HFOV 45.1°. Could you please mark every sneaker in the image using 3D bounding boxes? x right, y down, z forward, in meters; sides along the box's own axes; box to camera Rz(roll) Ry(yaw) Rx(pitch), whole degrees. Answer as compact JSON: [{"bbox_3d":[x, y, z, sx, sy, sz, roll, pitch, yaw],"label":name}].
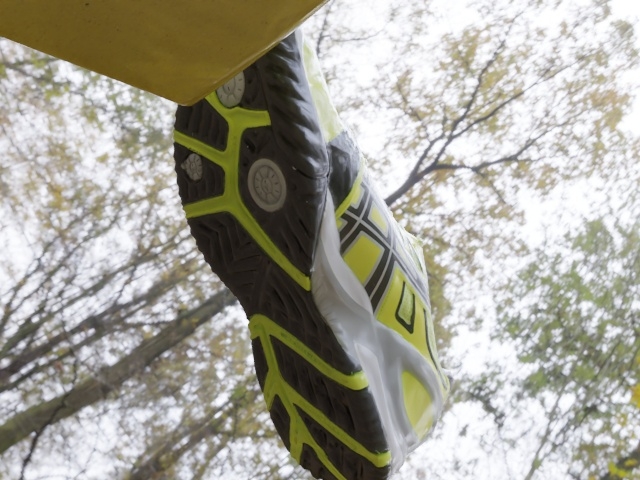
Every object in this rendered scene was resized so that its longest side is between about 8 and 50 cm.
[{"bbox_3d":[0.000,0.000,0.620,0.145,0.147,0.385,-4,-74,43],"label":"sneaker"}]

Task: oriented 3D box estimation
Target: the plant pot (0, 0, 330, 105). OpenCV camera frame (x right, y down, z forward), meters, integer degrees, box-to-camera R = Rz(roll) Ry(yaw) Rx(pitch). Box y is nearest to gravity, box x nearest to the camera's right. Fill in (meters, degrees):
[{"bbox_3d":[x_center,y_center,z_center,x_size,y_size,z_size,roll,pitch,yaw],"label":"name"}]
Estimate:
[{"bbox_3d":[-0.094,-0.192,0.364,0.187,0.212,0.212,-54,-125,18],"label":"plant pot"}]
